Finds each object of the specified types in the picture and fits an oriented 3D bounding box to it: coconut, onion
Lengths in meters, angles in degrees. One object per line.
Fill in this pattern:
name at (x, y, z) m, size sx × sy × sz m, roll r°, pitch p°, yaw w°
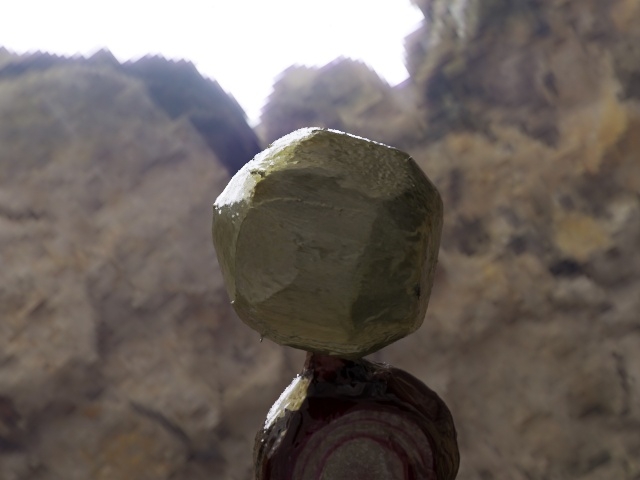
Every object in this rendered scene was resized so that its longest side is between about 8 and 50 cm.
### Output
coconut at (-0.001, 0.002, 1.394) m, size 0.162 × 0.161 × 0.161 m, roll 9°, pitch -124°, yaw 9°
onion at (0.018, 0.148, 1.619) m, size 0.173 × 0.198 × 0.135 m, roll -13°, pitch -174°, yaw -19°
